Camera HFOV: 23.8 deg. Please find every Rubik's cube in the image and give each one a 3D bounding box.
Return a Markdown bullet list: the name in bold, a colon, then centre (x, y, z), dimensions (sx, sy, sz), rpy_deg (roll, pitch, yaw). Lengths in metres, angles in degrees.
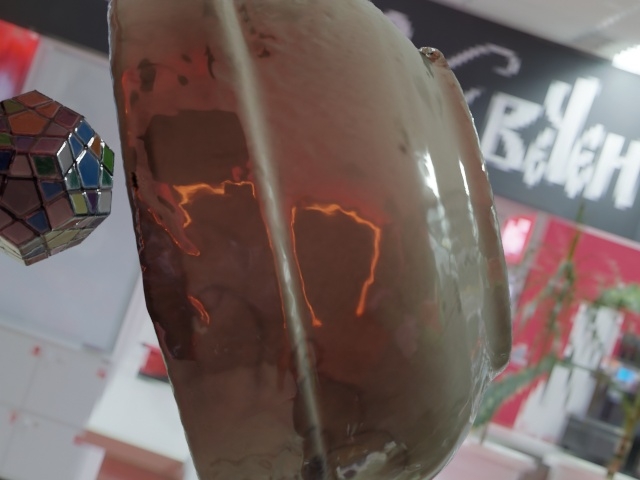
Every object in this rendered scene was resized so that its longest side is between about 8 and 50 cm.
- **Rubik's cube**: centre (-0.185, -0.040, 0.964), dimensions (0.111, 0.111, 0.093), rpy_deg (19, 13, -7)

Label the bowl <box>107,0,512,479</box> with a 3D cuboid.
- **bowl**: centre (0.000, 0.000, 0.781), dimensions (0.163, 0.307, 0.307), rpy_deg (-12, 0, -2)
